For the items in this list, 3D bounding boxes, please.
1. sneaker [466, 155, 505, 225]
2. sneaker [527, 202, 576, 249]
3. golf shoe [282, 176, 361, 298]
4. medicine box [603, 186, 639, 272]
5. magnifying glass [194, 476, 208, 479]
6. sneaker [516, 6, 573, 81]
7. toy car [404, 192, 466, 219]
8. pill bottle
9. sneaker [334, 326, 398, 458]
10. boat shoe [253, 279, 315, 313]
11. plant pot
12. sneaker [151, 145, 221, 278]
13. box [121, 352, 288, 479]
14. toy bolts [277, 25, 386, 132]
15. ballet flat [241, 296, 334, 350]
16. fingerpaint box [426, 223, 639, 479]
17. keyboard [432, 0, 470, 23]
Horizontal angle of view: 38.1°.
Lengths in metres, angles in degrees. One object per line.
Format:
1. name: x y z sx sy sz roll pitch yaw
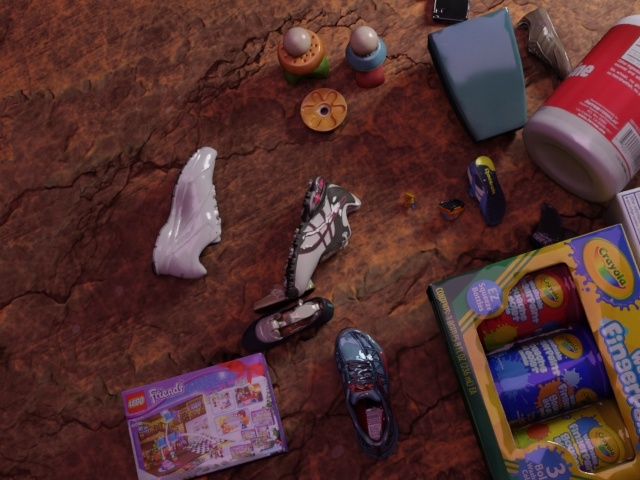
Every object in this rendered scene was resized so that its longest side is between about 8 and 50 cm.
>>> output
1. sneaker: 0.339 -0.099 1.907 0.053 0.059 0.144 -12 88 -28
2. sneaker: 0.452 0.014 1.860 0.089 0.051 0.170 26 75 14
3. golf shoe: 0.000 0.000 1.879 0.120 0.105 0.273 19 66 -4
4. medicine box: 0.733 0.012 1.770 0.289 0.149 0.263 -16 73 2
5. magnifying glass: -0.246 0.424 1.850 0.092 0.026 0.231 -11 72 4
6. sneaker: 0.481 -0.405 1.974 0.071 0.066 0.188 -25 67 18
7. toy car: 0.238 -0.072 1.927 0.122 0.060 0.041 19 122 29
8. pill bottle: 0.610 -0.291 1.829 0.229 0.229 0.408 40 82 16
9. sneaker: 0.092 0.285 1.789 0.104 0.125 0.262 -18 73 2
10. boat shoe: -0.079 0.109 1.904 0.135 0.050 0.045 -22 69 -9
11. plant pot: 0.333 -0.326 1.903 0.165 0.165 0.234 -17 90 7
12. sneaker: -0.263 -0.055 1.957 0.129 0.111 0.297 16 81 -5
13. box: -0.228 0.358 1.823 0.293 0.057 0.201 -16 73 2
14. toy bolts: 0.033 -0.363 1.961 0.228 0.158 0.218 -15 73 3
15. ballet flat: -0.071 0.164 1.874 0.203 0.074 0.074 -22 73 1
16. fingerpaint box: 0.440 0.239 1.708 0.371 0.163 0.445 -17 81 2
17. keyboard: 0.281 -0.567 2.058 0.108 0.023 0.180 8 75 3
